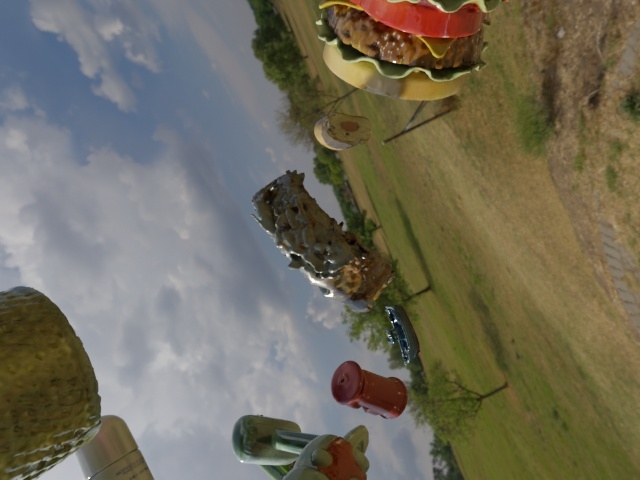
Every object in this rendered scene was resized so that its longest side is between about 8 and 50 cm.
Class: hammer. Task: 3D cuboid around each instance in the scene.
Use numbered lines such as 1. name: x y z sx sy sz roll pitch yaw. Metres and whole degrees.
1. hammer: -0.071 0.518 1.066 0.206 0.335 0.119 24 -118 -36

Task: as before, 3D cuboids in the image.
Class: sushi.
1. sushi: -0.003 -0.003 1.071 0.417 0.176 0.417 45 180 0

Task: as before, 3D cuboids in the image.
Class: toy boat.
1. toy boat: 0.182 0.215 0.969 0.060 0.060 0.137 138 112 -74

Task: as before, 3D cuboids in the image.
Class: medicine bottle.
1. medicine bottle: -0.474 0.585 1.011 0.341 0.130 0.130 56 -175 13

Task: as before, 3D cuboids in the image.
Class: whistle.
1. whistle: 0.008 0.331 0.570 0.105 0.102 0.253 34 -159 21

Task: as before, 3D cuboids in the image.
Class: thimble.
1. thimble: -0.439 0.202 0.567 0.150 0.270 0.271 -28 -87 -55

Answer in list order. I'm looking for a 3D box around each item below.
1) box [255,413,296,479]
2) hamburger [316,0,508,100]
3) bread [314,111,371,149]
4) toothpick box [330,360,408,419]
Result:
1. box: -0.122 0.687 1.321 0.345 0.097 0.134 22 -171 37
2. hamburger: 0.137 -0.356 0.608 0.212 0.274 0.275 103 154 -48
3. bread: 0.057 -0.303 1.191 0.173 0.134 0.085 -155 71 -75
4. toothpick box: 0.052 0.163 0.458 0.083 0.047 0.047 31 -154 -34
